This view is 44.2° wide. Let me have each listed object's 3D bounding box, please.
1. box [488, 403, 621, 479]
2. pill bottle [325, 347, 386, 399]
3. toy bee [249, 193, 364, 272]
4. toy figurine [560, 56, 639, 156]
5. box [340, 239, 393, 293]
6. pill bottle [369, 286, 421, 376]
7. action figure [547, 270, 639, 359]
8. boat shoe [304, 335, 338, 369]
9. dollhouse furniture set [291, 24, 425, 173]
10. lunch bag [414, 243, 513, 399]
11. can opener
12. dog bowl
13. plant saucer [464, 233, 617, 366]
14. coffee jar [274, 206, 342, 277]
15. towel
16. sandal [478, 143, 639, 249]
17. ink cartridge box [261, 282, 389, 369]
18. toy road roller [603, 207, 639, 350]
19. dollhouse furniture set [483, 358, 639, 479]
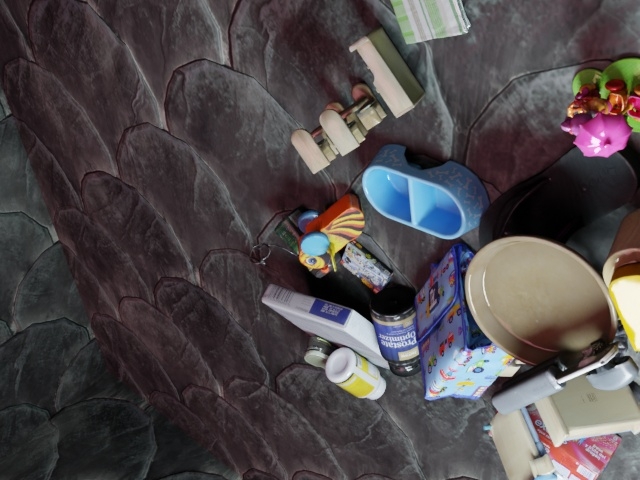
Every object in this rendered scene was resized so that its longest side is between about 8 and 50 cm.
[{"bbox_3d":[0.528,0.446,1.796,0.257,0.122,0.128,33,143,26],"label":"box"},{"bbox_3d":[0.104,0.381,2.219,0.103,0.103,0.184,9,157,46],"label":"pill bottle"},{"bbox_3d":[0.000,0.000,1.948,0.298,0.195,0.162,-11,141,36],"label":"toy bee"},{"bbox_3d":[0.436,-0.196,1.226,0.173,0.159,0.130,22,138,38],"label":"toy figurine"},{"bbox_3d":[0.117,0.069,2.004,0.137,0.027,0.094,40,145,15],"label":"box"},{"bbox_3d":[0.200,0.233,1.981,0.122,0.123,0.219,18,136,40],"label":"pill bottle"},{"bbox_3d":[0.489,0.135,1.449,0.275,0.141,0.164,31,149,-17],"label":"action figure"},{"bbox_3d":[0.043,0.349,2.299,0.081,0.069,0.227,-22,137,34],"label":"boat shoe"},{"bbox_3d":[0.057,-0.283,1.562,0.242,0.212,0.161,-30,102,30],"label":"dollhouse furniture set"},{"bbox_3d":[0.297,0.167,1.724,0.221,0.138,0.293,114,153,-48],"label":"lunch bag"},{"bbox_3d":[0.423,0.254,1.376,0.095,0.076,0.283,52,139,6],"label":"can opener"},{"bbox_3d":[0.213,-0.099,1.675,0.297,0.074,0.166,23,138,35],"label":"dog bowl"},{"bbox_3d":[0.388,0.107,1.392,0.277,0.041,0.278,21,129,28],"label":"plant saucer"},{"bbox_3d":[-0.030,0.007,2.070,0.184,0.079,0.096,49,140,2],"label":"coffee jar"},{"bbox_3d":[0.195,-0.420,1.426,0.152,0.023,0.113,5,125,51],"label":"towel"},{"bbox_3d":[0.407,-0.040,1.467,0.167,0.107,0.446,45,147,8],"label":"sandal"},{"bbox_3d":[0.050,0.244,2.178,0.324,0.071,0.330,13,162,43],"label":"ink cartridge box"},{"bbox_3d":[0.630,0.098,1.266,0.240,0.202,0.330,-16,113,41],"label":"toy road roller"},{"bbox_3d":[0.487,0.372,1.683,0.303,0.198,0.286,110,151,-46],"label":"dollhouse furniture set"}]
